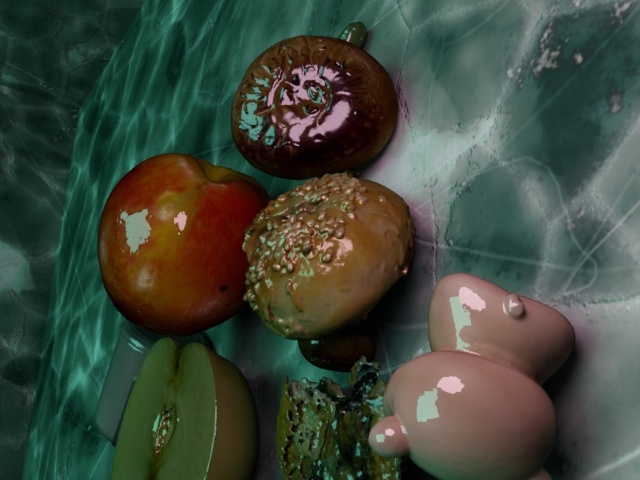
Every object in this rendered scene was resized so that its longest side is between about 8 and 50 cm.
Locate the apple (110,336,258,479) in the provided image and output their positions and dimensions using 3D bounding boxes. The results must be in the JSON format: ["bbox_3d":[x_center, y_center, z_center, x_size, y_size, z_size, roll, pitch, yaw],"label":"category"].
[{"bbox_3d":[-0.272,0.373,1.484,0.311,0.320,0.360,73,-152,-72],"label":"apple"}]

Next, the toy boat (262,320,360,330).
[{"bbox_3d":[-0.022,0.130,1.357,0.238,0.098,0.109,-2,77,59],"label":"toy boat"}]

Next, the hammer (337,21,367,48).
[{"bbox_3d":[-0.023,-0.294,1.514,0.119,0.206,0.335,39,95,27],"label":"hammer"}]

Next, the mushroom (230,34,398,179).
[{"bbox_3d":[-0.012,-0.221,1.342,0.163,0.297,0.278,-62,-47,-81],"label":"mushroom"}]

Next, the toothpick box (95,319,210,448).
[{"bbox_3d":[-0.402,0.353,1.773,0.229,0.229,0.316,40,112,58],"label":"toothpick box"}]

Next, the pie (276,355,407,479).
[{"bbox_3d":[0.030,0.332,1.159,0.371,0.078,0.296,-26,66,59],"label":"pie"}]

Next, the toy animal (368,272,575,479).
[{"bbox_3d":[0.192,0.160,0.886,0.229,0.210,0.221,-45,-25,-73],"label":"toy animal"}]

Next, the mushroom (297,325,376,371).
[{"bbox_3d":[0.026,0.166,1.232,0.127,0.127,0.087,-14,60,57],"label":"mushroom"}]

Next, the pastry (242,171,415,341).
[{"bbox_3d":[0.000,0.000,1.206,0.284,0.184,0.316,-20,28,28],"label":"pastry"}]

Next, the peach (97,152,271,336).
[{"bbox_3d":[-0.277,0.014,1.577,0.388,0.388,0.388,-33,49,49],"label":"peach"}]
